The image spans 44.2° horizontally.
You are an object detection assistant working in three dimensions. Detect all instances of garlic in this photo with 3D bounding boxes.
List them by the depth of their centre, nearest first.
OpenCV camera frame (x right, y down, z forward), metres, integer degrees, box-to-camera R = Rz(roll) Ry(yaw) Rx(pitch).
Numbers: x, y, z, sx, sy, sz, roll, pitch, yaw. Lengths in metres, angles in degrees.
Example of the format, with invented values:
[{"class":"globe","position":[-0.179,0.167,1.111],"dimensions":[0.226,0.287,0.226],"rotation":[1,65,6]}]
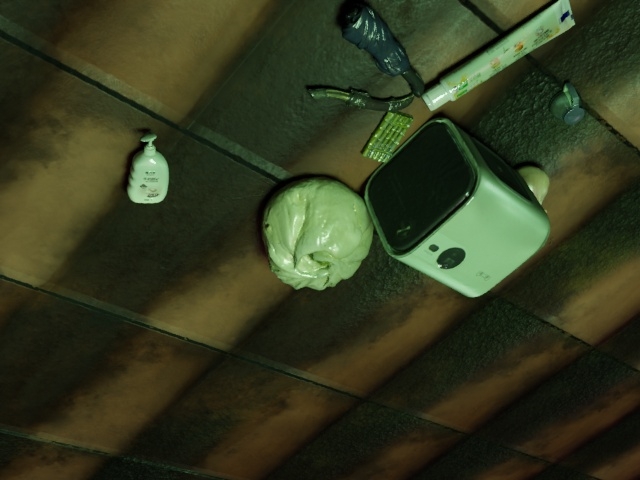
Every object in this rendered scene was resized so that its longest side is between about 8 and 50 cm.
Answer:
[{"class":"garlic","position":[0.429,-0.094,1.742],"dimensions":[0.124,0.099,0.174],"rotation":[36,113,-20]}]

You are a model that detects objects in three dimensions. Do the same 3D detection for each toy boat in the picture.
[{"class":"toy boat","position":[0.134,-0.207,1.575],"dimensions":[0.063,0.016,0.115],"rotation":[12,130,-27]}]

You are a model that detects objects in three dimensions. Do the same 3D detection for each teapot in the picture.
[{"class":"teapot","position":[0.506,-0.275,1.599],"dimensions":[0.066,0.057,0.088],"rotation":[-15,137,-4]}]

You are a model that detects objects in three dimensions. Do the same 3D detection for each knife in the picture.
[{"class":"knife","position":[0.077,-0.266,1.492],"dimensions":[0.222,0.021,0.045],"rotation":[-1,120,-21]}]

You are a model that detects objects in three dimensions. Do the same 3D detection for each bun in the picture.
[{"class":"bun","position":[0.000,0.000,1.641],"dimensions":[0.259,0.160,0.259],"rotation":[-11,135,-11]}]

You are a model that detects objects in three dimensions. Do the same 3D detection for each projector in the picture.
[{"class":"projector","position":[0.274,-0.063,1.598],"dimensions":[0.249,0.248,0.248],"rotation":[27,120,-37]}]

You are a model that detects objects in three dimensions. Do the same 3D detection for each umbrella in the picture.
[{"class":"umbrella","position":[0.120,-0.340,1.415],"dimensions":[0.071,0.071,0.248],"rotation":[-38,140,20]}]

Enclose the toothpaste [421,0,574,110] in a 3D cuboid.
[{"class":"toothpaste","position":[0.332,-0.344,1.480],"dimensions":[0.314,0.058,0.056],"rotation":[-32,94,8]}]

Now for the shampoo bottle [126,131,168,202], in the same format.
[{"class":"shampoo bottle","position":[-0.320,-0.139,1.475],"dimensions":[0.077,0.045,0.152],"rotation":[0,133,-18]}]
